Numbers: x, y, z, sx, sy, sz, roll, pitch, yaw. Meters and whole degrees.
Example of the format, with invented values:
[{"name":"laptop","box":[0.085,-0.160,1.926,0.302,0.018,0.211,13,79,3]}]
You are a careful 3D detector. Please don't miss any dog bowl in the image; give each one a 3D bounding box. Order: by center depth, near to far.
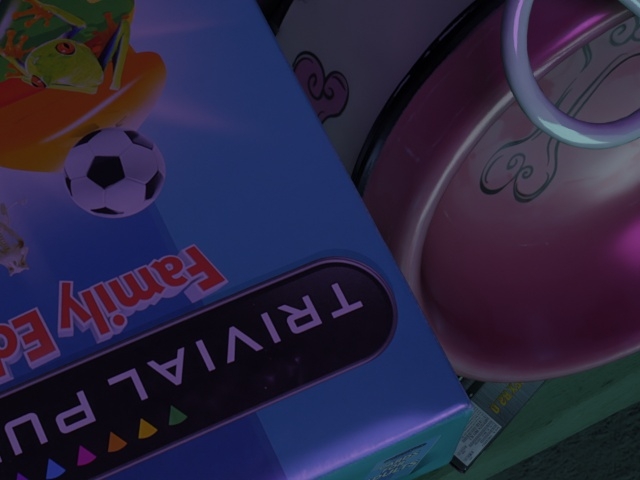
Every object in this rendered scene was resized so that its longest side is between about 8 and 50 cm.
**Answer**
[{"name":"dog bowl","box":[0.166,-0.075,0.955,0.408,0.150,0.408,-19,141,-16]}]

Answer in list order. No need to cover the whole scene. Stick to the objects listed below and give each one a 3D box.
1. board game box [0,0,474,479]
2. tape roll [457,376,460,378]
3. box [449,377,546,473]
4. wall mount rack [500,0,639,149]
[{"name":"board game box","box":[-0.132,-0.019,0.602,0.253,0.336,0.079,-23,160,-13]},{"name":"tape roll","box":[0.107,0.085,1.351,0.392,0.072,0.392,-48,173,-8]},{"name":"box","box":[0.189,0.088,1.350,0.231,0.056,0.183,-50,171,9]},{"name":"wall mount rack","box":[0.258,-0.168,0.738,0.350,0.304,0.130,-58,-158,-4]}]
